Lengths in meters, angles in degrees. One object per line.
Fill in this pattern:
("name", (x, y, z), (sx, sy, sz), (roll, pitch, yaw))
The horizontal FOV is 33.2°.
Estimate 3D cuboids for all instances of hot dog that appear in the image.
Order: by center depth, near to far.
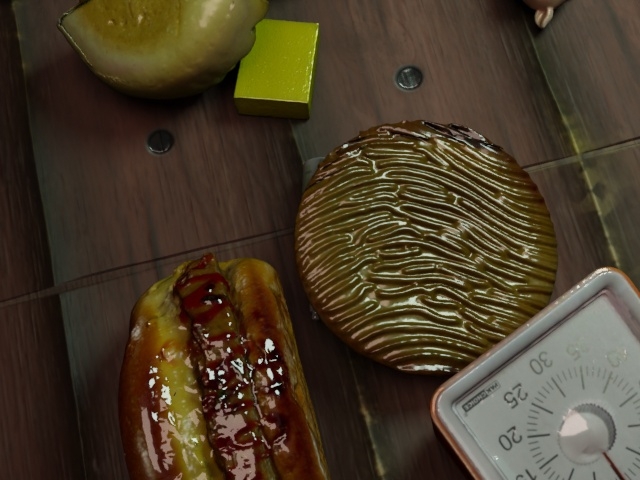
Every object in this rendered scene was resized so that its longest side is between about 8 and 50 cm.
("hot dog", (-0.101, 0.191, 1.144), (0.185, 0.223, 0.405), (-17, 68, 2))

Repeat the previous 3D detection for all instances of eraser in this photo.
("eraser", (-0.054, -0.223, 1.389), (0.097, 0.045, 0.122), (4, 69, 7))

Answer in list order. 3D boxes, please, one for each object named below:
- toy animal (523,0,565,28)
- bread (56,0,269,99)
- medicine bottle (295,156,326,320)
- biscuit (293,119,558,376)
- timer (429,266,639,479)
("toy animal", (0.273, -0.353, 1.392), (0.083, 0.089, 0.150), (-40, 73, 12))
("bread", (-0.199, -0.255, 1.369), (0.260, 0.158, 0.156), (15, 96, 19))
("medicine bottle", (0.000, 0.000, 1.292), (0.057, 0.058, 0.199), (2, 71, 7))
("biscuit", (0.125, 0.004, 1.255), (0.317, 0.040, 0.318), (2, 71, -6))
("timer", (0.276, 0.207, 1.125), (0.257, 0.161, 0.250), (-35, 71, -11))
